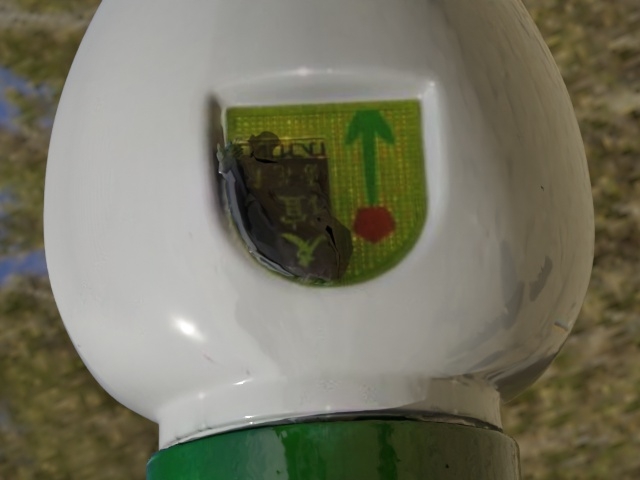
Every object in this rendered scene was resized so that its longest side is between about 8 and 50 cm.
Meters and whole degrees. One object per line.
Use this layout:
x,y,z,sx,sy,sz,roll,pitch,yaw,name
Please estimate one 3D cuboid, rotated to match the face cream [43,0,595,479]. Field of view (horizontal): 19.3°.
0.000,0.000,1.083,0.219,0.312,0.357,100,167,-73,face cream
